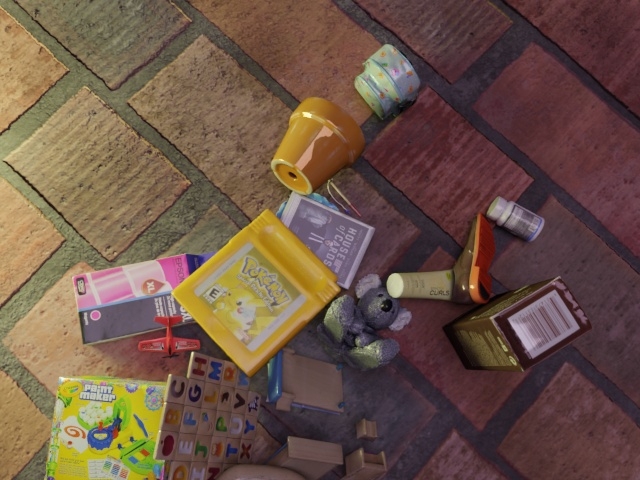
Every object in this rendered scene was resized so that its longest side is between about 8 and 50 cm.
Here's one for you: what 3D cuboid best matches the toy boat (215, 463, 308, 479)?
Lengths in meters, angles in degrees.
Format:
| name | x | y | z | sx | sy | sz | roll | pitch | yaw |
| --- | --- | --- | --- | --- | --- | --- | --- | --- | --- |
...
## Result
| name | x | y | z | sx | sy | sz | roll | pitch | yaw |
| --- | --- | --- | --- | --- | --- | --- | --- | --- | --- |
| toy boat | -0.149 | 0.635 | 1.400 | 0.268 | 0.148 | 0.318 | 18 | 122 | -24 |

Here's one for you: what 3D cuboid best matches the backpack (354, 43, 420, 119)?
| name | x | y | z | sx | sy | sz | roll | pitch | yaw |
| --- | --- | --- | --- | --- | --- | --- | --- | --- | --- |
| backpack | 0.180 | -0.423 | 1.675 | 0.144 | 0.188 | 0.166 | -36 | 85 | -10 |

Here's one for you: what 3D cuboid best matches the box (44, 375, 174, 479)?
| name | x | y | z | sx | sy | sz | roll | pitch | yaw |
| --- | --- | --- | --- | --- | --- | --- | --- | --- | --- |
| box | -0.436 | 0.457 | 1.419 | 0.290 | 0.177 | 0.279 | 2 | 79 | 16 |

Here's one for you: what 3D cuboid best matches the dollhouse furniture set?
| name | x | y | z | sx | sy | sz | roll | pitch | yaw |
| --- | --- | --- | --- | --- | --- | --- | --- | --- | --- |
| dollhouse furniture set | -0.020 | 0.442 | 1.563 | 0.287 | 0.198 | 0.303 | 17 | 45 | -23 |

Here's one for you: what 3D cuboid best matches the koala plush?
| name | x | y | z | sx | sy | sz | roll | pitch | yaw |
| --- | --- | --- | --- | --- | --- | --- | --- | --- | --- |
| koala plush | 0.119 | 0.197 | 1.582 | 0.196 | 0.203 | 0.221 | 44 | 58 | 1 |

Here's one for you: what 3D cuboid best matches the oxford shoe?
| name | x | y | z | sx | sy | sz | roll | pitch | yaw |
| --- | --- | --- | --- | --- | --- | --- | --- | --- | --- |
| oxford shoe | 0.395 | 0.044 | 1.652 | 0.097 | 0.098 | 0.271 | 42 | 50 | -34 |

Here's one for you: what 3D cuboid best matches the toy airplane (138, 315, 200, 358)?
| name | x | y | z | sx | sy | sz | roll | pitch | yaw |
| --- | --- | --- | --- | --- | --- | --- | --- | --- | --- |
| toy airplane | -0.374 | 0.236 | 1.544 | 0.151 | 0.151 | 0.028 | -5 | 37 | -6 |

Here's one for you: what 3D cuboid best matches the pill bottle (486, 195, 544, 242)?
| name | x | y | z | sx | sy | sz | roll | pitch | yaw |
| --- | --- | --- | --- | --- | --- | --- | --- | --- | --- |
| pill bottle | 0.525 | -0.059 | 1.696 | 0.137 | 0.078 | 0.078 | 29 | 78 | 1 |

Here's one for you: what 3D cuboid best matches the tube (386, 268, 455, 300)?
| name | x | y | z | sx | sy | sz | roll | pitch | yaw |
| --- | --- | --- | --- | --- | --- | --- | --- | --- | --- |
| tube | 0.278 | 0.114 | 1.616 | 0.240 | 0.062 | 0.070 | 4 | 118 | -37 |

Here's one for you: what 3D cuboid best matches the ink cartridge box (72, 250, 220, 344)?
| name | x | y | z | sx | sy | sz | roll | pitch | yaw |
| --- | --- | --- | --- | --- | --- | --- | --- | --- | --- |
| ink cartridge box | -0.420 | 0.141 | 1.584 | 0.371 | 0.069 | 0.175 | -11 | 81 | -9 |

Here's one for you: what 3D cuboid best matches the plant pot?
| name | x | y | z | sx | sy | sz | roll | pitch | yaw |
| --- | --- | --- | --- | --- | --- | --- | --- | --- | --- |
| plant pot | -0.021 | -0.225 | 1.596 | 0.205 | 0.205 | 0.188 | 36 | 68 | 2 |

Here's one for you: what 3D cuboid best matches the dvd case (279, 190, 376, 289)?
| name | x | y | z | sx | sy | sz | roll | pitch | yaw |
| --- | --- | --- | --- | --- | --- | --- | --- | --- | --- |
| dvd case | 0.000 | 0.000 | 1.628 | 0.239 | 0.029 | 0.179 | 24 | 87 | 1 |

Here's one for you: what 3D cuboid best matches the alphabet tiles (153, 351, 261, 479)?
| name | x | y | z | sx | sy | sz | roll | pitch | yaw |
| --- | --- | --- | --- | --- | --- | --- | --- | --- | --- |
| alphabet tiles | -0.244 | 0.415 | 1.426 | 0.011 | 0.342 | 0.285 | -2 | 70 | 30 |

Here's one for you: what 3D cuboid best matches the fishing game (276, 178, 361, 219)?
| name | x | y | z | sx | sy | sz | roll | pitch | yaw |
| --- | --- | --- | --- | --- | --- | --- | --- | --- | --- |
| fishing game | -0.029 | -0.042 | 1.663 | 0.264 | 0.041 | 0.189 | -40 | 88 | -11 |

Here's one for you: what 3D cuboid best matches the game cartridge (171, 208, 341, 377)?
| name | x | y | z | sx | sy | sz | roll | pitch | yaw |
| --- | --- | --- | --- | --- | --- | --- | --- | --- | --- |
| game cartridge | -0.150 | 0.122 | 1.534 | 0.324 | 0.052 | 0.285 | -43 | 79 | -14 |

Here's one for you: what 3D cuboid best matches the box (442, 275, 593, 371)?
| name | x | y | z | sx | sy | sz | roll | pitch | yaw |
| --- | --- | --- | --- | --- | --- | --- | --- | --- | --- |
| box | 0.448 | 0.206 | 1.486 | 0.191 | 0.381 | 0.143 | -29 | 81 | -10 |
